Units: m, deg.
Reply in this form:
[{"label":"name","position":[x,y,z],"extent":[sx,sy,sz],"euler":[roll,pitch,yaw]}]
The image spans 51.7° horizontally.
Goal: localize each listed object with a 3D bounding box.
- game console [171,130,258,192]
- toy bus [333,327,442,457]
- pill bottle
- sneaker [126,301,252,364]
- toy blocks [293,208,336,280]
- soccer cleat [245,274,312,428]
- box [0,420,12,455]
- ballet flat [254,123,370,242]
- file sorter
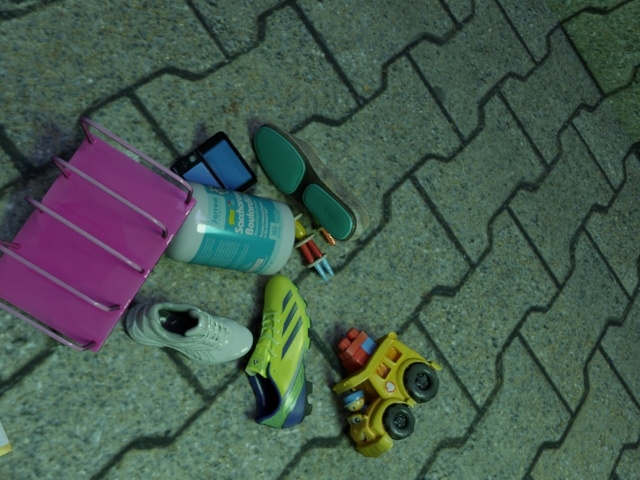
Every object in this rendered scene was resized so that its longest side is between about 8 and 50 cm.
[{"label":"game console","position":[-0.203,-0.127,1.266],"extent":[0.107,0.071,0.122],"euler":[-43,102,-36]},{"label":"toy bus","position":[0.103,0.288,1.325],"extent":[0.211,0.149,0.220],"euler":[42,58,-3]},{"label":"pill bottle","position":[-0.189,-0.024,1.197],"extent":[0.264,0.146,0.146],"euler":[10,70,-33]},{"label":"sneaker","position":[-0.210,0.160,1.144],"extent":[0.232,0.115,0.090],"euler":[16,67,-31]},{"label":"toy blocks","position":[0.000,0.000,1.383],"extent":[0.123,0.054,0.148],"euler":[-37,99,-37]},{"label":"soccer cleat","position":[-0.084,0.204,1.237],"extent":[0.121,0.093,0.289],"euler":[4,74,-32]},{"label":"box","position":[-0.512,0.261,0.954],"extent":[0.081,0.028,0.136],"euler":[-22,87,-38]},{"label":"ballet flat","position":[-0.014,-0.118,1.347],"extent":[0.106,0.107,0.316],"euler":[-16,61,-51]},{"label":"file sorter","position":[-0.345,-0.005,0.975],"extent":[0.202,0.182,0.291],"euler":[33,79,-7]}]
